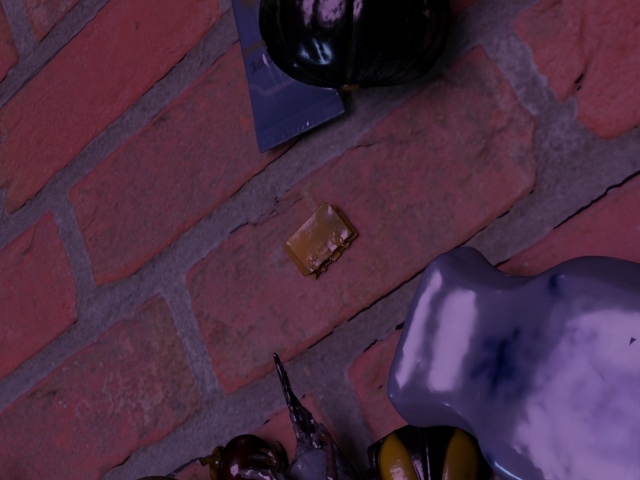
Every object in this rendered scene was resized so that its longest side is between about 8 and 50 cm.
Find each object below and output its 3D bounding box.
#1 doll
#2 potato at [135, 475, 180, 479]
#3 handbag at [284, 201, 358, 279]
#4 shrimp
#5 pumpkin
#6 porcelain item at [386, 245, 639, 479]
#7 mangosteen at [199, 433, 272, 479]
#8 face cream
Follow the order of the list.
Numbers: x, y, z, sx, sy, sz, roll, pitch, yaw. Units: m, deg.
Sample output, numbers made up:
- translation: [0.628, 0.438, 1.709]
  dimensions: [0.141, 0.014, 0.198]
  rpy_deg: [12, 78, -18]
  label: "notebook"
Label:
- translation: [0.120, 0.287, 0.947]
  dimensions: [0.088, 0.127, 0.248]
  rpy_deg: [149, 125, -61]
  label: "doll"
- translation: [-0.155, 0.369, 1.059]
  dimensions: [0.251, 0.159, 0.174]
  rpy_deg: [30, 119, 28]
  label: "potato"
- translation: [0.000, 0.000, 1.121]
  dimensions: [0.083, 0.027, 0.061]
  rpy_deg: [-45, 59, 17]
  label: "handbag"
- translation: [-0.011, 0.306, 0.972]
  dimensions: [0.137, 0.172, 0.372]
  rpy_deg: [-29, 80, 5]
  label: "shrimp"
- translation: [0.037, -0.251, 1.032]
  dimensions: [0.220, 0.220, 0.162]
  rpy_deg: [9, 100, 35]
  label: "pumpkin"
- translation: [0.275, 0.144, 0.816]
  dimensions: [0.405, 0.178, 0.242]
  rpy_deg: [18, 90, 32]
  label: "porcelain item"
- translation: [-0.094, 0.271, 1.096]
  dimensions: [0.081, 0.081, 0.081]
  rpy_deg: [-8, 76, 33]
  label: "mangosteen"
- translation: [-0.070, -0.315, 1.203]
  dimensions: [0.135, 0.086, 0.385]
  rpy_deg: [-23, 73, 29]
  label: "face cream"
